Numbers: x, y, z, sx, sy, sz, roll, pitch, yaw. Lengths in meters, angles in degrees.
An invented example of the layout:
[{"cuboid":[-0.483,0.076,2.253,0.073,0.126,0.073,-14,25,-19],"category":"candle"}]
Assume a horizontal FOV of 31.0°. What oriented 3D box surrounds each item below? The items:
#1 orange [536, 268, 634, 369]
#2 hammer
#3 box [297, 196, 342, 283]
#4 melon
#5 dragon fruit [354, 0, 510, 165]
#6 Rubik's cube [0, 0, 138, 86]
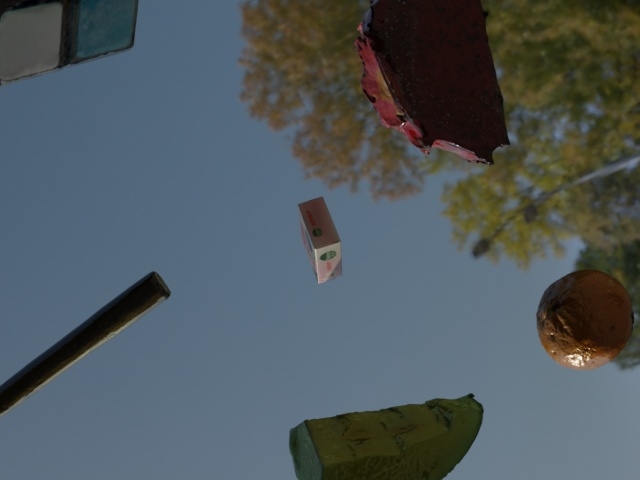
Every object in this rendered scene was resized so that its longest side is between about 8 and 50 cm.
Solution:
[{"cuboid":[0.341,0.099,1.501,0.117,0.135,0.136,44,-143,-25],"category":"orange"},{"cuboid":[-0.360,0.182,1.371,0.044,0.440,0.168,53,-176,-14],"category":"hammer"},{"cuboid":[0.000,0.000,1.825,0.125,0.043,0.089,84,167,-61],"category":"box"},{"cuboid":[0.119,0.350,1.939,0.124,0.323,0.196,91,163,-44],"category":"melon"},{"cuboid":[0.126,-0.200,1.349,0.189,0.163,0.262,33,-137,-83],"category":"dragon fruit"},{"cuboid":[-0.425,-0.398,1.313,0.362,0.359,0.363,32,-140,29],"category":"Rubik's cube"}]
